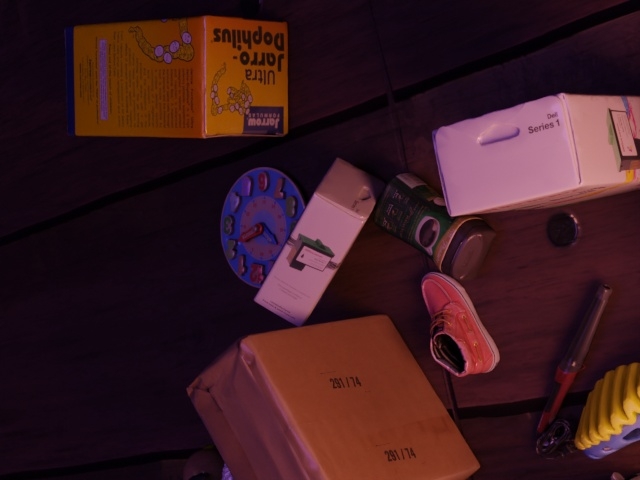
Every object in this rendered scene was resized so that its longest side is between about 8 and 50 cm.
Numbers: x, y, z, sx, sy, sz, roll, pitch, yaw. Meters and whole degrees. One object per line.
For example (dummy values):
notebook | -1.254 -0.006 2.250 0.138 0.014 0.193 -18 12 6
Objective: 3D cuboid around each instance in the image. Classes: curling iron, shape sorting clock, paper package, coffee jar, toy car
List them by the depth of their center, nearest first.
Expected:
curling iron | 0.357 0.185 1.771 0.068 0.035 0.274 26 112 33
paper package | 0.022 0.285 1.887 0.168 0.325 0.309 -46 64 34
coffee jar | 0.170 -0.019 1.888 0.184 0.079 0.096 38 116 34
shape sorting clock | -0.097 -0.021 2.155 0.206 0.040 0.206 5 98 41
toy car | -0.181 0.412 2.174 0.155 0.188 0.148 -20 81 42

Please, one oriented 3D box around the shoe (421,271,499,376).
shoe | 0.189 0.122 1.884 0.063 0.081 0.178 -48 64 34

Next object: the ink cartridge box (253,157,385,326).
ink cartridge box | 0.000 0.000 1.978 0.093 0.160 0.219 30 118 0

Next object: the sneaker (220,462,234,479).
sneaker | -0.056 0.358 2.079 0.153 0.094 0.235 13 58 30

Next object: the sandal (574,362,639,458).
sandal | 0.452 0.211 1.639 0.138 0.126 0.317 35 139 -10

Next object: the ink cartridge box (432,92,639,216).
ink cartridge box | 0.308 -0.109 1.621 0.201 0.278 0.117 -14 85 42

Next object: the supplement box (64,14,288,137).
supplement box | -0.247 -0.272 2.162 0.357 0.194 0.195 5 98 41

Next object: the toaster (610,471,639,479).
toaster | 0.398 0.404 1.666 0.110 0.168 0.185 -47 64 34
